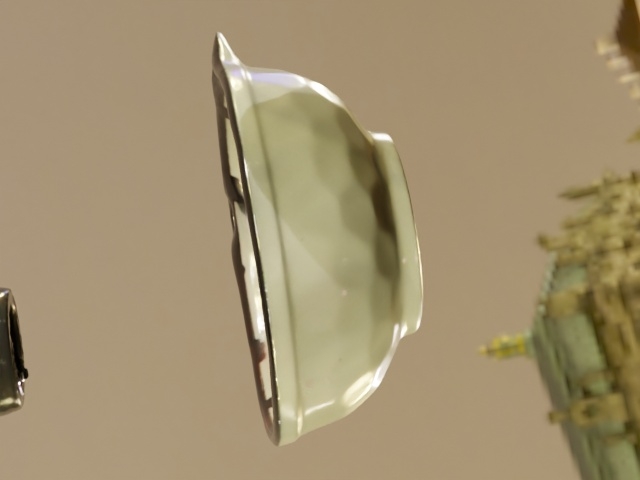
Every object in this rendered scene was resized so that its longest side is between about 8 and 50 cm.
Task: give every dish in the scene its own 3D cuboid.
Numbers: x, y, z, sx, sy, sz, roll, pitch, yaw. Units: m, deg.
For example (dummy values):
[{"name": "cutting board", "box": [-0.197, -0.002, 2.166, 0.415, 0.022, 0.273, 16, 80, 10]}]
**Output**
[{"name": "dish", "box": [0.000, 0.000, 1.079, 0.303, 0.120, 0.303, 172, 90, -84]}]

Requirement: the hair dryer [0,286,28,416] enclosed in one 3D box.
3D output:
[{"name": "hair dryer", "box": [-0.206, 0.012, 0.675, 0.255, 0.128, 0.070, 97, 165, -57]}]
